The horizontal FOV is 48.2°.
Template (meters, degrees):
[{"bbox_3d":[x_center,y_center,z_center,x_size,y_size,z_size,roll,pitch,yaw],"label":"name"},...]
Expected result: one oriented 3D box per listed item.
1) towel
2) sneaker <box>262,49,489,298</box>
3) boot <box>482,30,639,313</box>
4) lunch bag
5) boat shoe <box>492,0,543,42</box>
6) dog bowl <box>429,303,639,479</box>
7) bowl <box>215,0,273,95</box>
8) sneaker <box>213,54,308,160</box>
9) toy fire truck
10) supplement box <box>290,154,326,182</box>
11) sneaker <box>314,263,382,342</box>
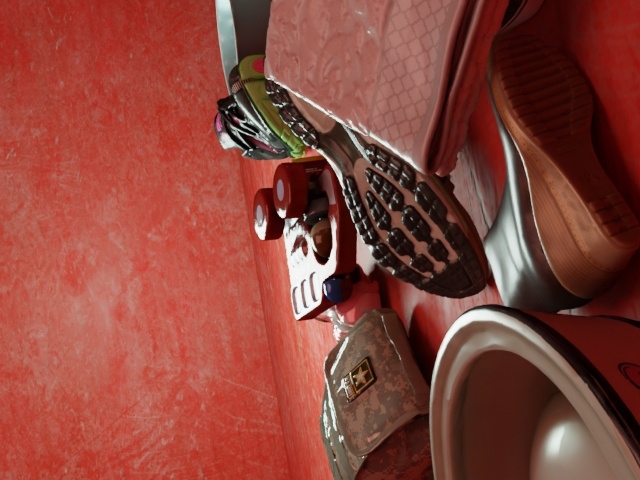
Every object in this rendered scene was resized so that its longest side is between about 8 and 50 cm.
[{"bbox_3d":[0.053,-0.267,0.685,0.317,0.053,0.332,42,130,42],"label":"towel"},{"bbox_3d":[0.109,-0.121,0.912,0.410,0.182,0.158,57,145,3],"label":"sneaker"},{"bbox_3d":[0.190,-0.046,0.684,0.207,0.090,0.248,112,143,-63],"label":"boot"},{"bbox_3d":[0.098,0.282,1.169,0.235,0.169,0.287,-110,24,-53],"label":"lunch bag"},{"bbox_3d":[0.152,-0.228,0.759,0.228,0.076,0.080,163,98,-77],"label":"boat shoe"},{"bbox_3d":[0.232,0.242,0.568,0.408,0.150,0.408,172,90,-78],"label":"dog bowl"},{"bbox_3d":[-0.148,-0.489,1.715,0.311,0.163,0.311,171,90,-77],"label":"bowl"},{"bbox_3d":[-0.140,-0.258,1.573,0.483,0.202,0.185,70,-172,-81],"label":"sneaker"},{"bbox_3d":[0.000,0.000,1.294,0.302,0.169,0.254,140,122,-63],"label":"toy fire truck"},{"bbox_3d":[-0.017,-0.082,1.604,0.104,0.081,0.188,116,142,-69],"label":"supplement box"},{"bbox_3d":[0.057,0.105,1.419,0.314,0.116,0.136,-151,67,-70],"label":"sneaker"}]
